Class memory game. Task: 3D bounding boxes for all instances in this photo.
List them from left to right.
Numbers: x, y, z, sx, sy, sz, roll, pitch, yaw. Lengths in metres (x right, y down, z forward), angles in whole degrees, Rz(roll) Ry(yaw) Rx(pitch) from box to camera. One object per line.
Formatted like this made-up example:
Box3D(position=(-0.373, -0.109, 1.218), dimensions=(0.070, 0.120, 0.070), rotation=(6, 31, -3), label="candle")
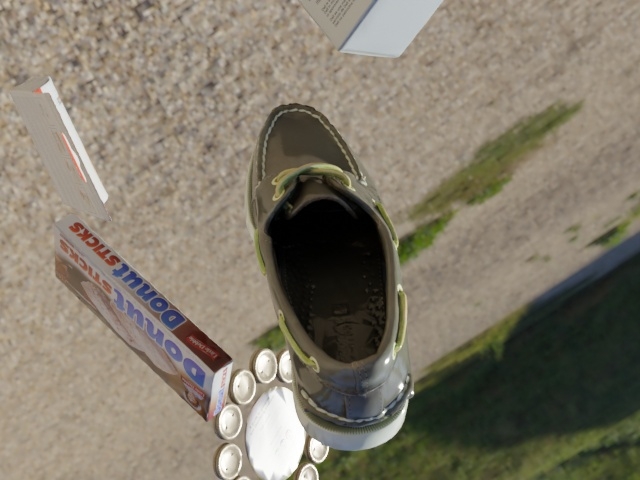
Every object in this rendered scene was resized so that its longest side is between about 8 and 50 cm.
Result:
Box3D(position=(-0.049, 0.202, 1.109), dimensions=(0.012, 0.186, 0.186), rotation=(-3, -174, 37), label="memory game")

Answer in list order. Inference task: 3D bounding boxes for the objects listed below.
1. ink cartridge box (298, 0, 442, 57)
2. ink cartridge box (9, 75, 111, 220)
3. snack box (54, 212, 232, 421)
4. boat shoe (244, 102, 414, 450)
Box3D(position=(0.025, -0.277, 0.885), dimensions=(0.086, 0.208, 0.153), rotation=(-6, 143, -50), label="ink cartridge box")
Box3D(position=(-0.261, -0.101, 1.127), dimensions=(0.045, 0.145, 0.179), rotation=(-31, -159, -23), label="ink cartridge box")
Box3D(position=(-0.135, 0.056, 0.799), dimensions=(0.022, 0.178, 0.064), rotation=(-34, 153, -35), label="snack box")
Box3D(position=(0.005, -0.001, 0.787), dimensions=(0.109, 0.305, 0.091), rotation=(-8, 141, -6), label="boat shoe")
